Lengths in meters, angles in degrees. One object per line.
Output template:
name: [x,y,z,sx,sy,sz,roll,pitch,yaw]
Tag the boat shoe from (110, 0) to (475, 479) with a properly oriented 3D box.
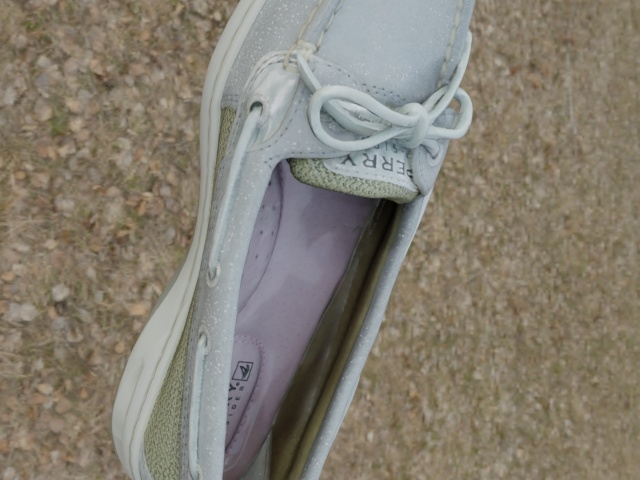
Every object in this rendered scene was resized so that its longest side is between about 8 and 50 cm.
boat shoe: [-0.002,0.001,0.354,0.118,0.103,0.321,14,106,-40]
